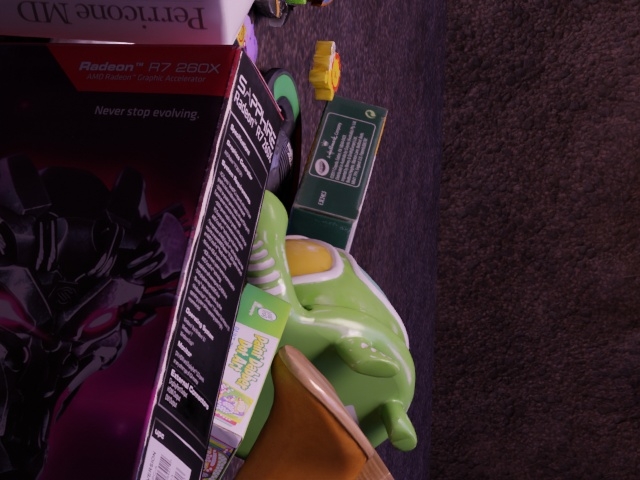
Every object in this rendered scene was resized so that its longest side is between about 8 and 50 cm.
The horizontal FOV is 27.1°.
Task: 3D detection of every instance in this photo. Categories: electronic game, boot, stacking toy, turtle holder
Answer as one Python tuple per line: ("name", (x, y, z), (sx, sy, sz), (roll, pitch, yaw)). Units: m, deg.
("electronic game", (-0.059, -0.094, 1.601), (0.229, 0.048, 0.229), (5, 90, -77))
("boot", (-0.052, 0.237, 1.297), (0.104, 0.211, 0.295), (53, -4, 37))
("stacking toy", (-0.079, -0.202, 1.188), (0.221, 0.166, 0.052), (68, 30, -63))
("turtle holder", (-0.044, 0.103, 1.433), (0.320, 0.243, 0.227), (35, 29, -36))

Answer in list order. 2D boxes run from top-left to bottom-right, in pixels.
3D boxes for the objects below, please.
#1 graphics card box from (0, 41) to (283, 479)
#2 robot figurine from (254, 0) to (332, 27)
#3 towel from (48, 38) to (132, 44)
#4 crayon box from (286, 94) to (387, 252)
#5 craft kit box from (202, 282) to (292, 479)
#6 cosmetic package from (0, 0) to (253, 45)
("graphics card box", (-0.172, 0.061, 0.739), (0.094, 0.232, 0.371), (60, 38, -61))
("robot figurine", (-0.018, -0.367, 1.576), (0.291, 0.085, 0.211), (-48, 141, -70))
("towel", (-0.164, -0.001, 1.042), (0.374, 0.090, 0.321), (66, 37, -71))
("crayon box", (0.000, 0.000, 1.709), (0.323, 0.083, 0.203), (103, 3, -48))
("craft kit box", (-0.115, 0.195, 1.198), (0.247, 0.061, 0.250), (-60, -176, 23))
("cosmetic package", (-0.149, -0.308, 0.732), (0.156, 0.217, 0.385), (-70, 159, -48))
